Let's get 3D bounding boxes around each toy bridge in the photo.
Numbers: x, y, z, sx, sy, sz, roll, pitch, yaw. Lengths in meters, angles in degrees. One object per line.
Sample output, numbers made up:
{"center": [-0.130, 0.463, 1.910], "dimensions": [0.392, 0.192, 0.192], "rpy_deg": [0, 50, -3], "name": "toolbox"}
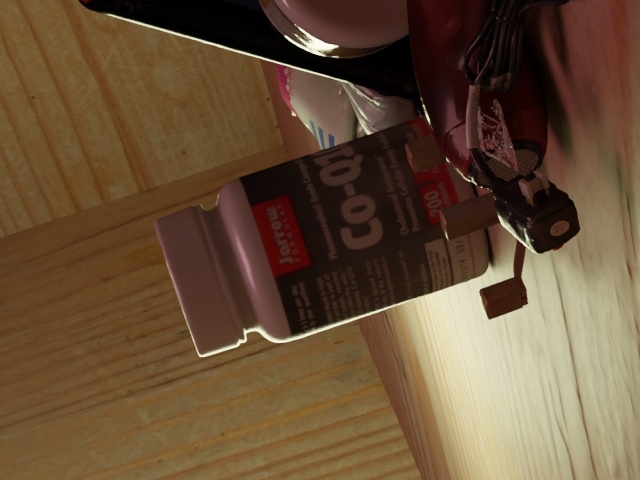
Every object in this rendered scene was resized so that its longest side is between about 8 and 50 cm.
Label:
{"center": [0.125, -0.022, 1.482], "dimensions": [0.026, 0.063, 0.188], "rpy_deg": [76, 173, -49], "name": "toy bridge"}

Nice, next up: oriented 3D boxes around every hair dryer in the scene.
{"center": [0.116, -0.137, 1.195], "dimensions": [0.293, 0.080, 0.224], "rpy_deg": [-129, 36, -65], "name": "hair dryer"}

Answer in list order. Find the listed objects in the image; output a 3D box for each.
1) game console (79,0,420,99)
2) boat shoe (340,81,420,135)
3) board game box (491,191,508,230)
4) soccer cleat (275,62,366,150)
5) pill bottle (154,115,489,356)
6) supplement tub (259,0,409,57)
{"center": [-0.092, -0.290, 1.656], "dimensions": [0.386, 0.060, 0.342], "rpy_deg": [11, -139, -40], "name": "game console"}
{"center": [0.040, -0.198, 1.890], "dimensions": [0.081, 0.079, 0.227], "rpy_deg": [87, 160, -52], "name": "boat shoe"}
{"center": [0.127, -0.090, 1.400], "dimensions": [0.169, 0.033, 0.133], "rpy_deg": [-105, -6, -52], "name": "board game box"}
{"center": [0.045, -0.134, 1.985], "dimensions": [0.143, 0.116, 0.331], "rpy_deg": [105, 149, -52], "name": "soccer cleat"}
{"center": [0.000, 0.000, 1.750], "dimensions": [0.161, 0.283, 0.161], "rpy_deg": [161, 90, -86], "name": "pill bottle"}
{"center": [0.021, -0.215, 1.449], "dimensions": [0.199, 0.144, 0.144], "rpy_deg": [-147, 39, -85], "name": "supplement tub"}
